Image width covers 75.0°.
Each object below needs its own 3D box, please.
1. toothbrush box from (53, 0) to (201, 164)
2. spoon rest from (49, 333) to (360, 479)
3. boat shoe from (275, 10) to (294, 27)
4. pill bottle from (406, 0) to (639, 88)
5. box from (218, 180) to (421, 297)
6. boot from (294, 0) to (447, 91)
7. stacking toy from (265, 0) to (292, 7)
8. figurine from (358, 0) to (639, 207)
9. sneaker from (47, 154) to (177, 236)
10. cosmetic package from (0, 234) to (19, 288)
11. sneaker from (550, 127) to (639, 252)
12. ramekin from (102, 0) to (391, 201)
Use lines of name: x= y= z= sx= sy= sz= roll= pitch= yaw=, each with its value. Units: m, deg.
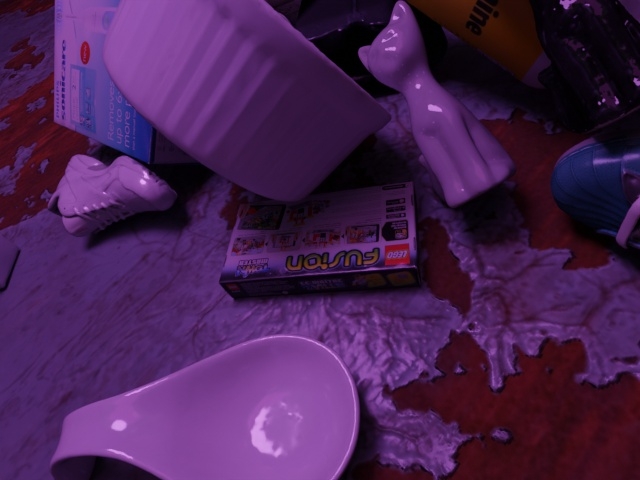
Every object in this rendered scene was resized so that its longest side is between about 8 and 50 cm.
toothbrush box: x=-0.270 y=-0.251 z=0.619 sx=0.296 sy=0.216 sz=0.126 roll=25 pitch=22 yaw=34
spoon rest: x=-0.103 y=0.155 z=0.342 sx=0.277 sy=0.084 sz=0.137 roll=-15 pitch=50 yaw=10
boat shoe: x=-0.138 y=-0.283 z=0.667 sx=0.255 sy=0.095 sz=0.079 roll=-24 pitch=28 yaw=35
pill bottle: x=0.225 y=-0.286 z=0.435 sx=0.334 sy=0.188 sz=0.188 roll=40 pitch=72 yaw=9
box: x=0.000 y=0.000 z=0.454 sx=0.207 sy=0.036 sz=0.114 roll=-5 pitch=52 yaw=16
boot: x=0.144 y=-0.430 z=0.661 sx=0.367 sy=0.146 sz=0.445 roll=-13 pitch=47 yaw=21
stacking toy: x=-0.217 y=-0.520 z=0.688 sx=0.350 sy=0.350 sz=0.480 roll=-46 pitch=31 yaw=-17
figurine: x=0.148 y=-0.162 z=0.380 sx=0.215 sy=0.092 sz=0.209 roll=-33 pitch=84 yaw=40
sneaker: x=-0.294 y=-0.050 z=0.580 sx=0.232 sy=0.090 sz=0.115 roll=8 pitch=63 yaw=36
cosmetic package: x=-0.535 y=-0.011 z=0.531 sx=0.117 sy=0.231 sz=0.085 roll=-18 pitch=50 yaw=5
sneaker: x=0.310 y=0.009 z=0.287 sx=0.302 sy=0.108 sz=0.121 roll=24 pitch=61 yaw=32
ramekin: x=-0.073 y=-0.166 z=0.430 sx=0.135 sy=0.277 sz=0.277 roll=-49 pitch=47 yaw=18
